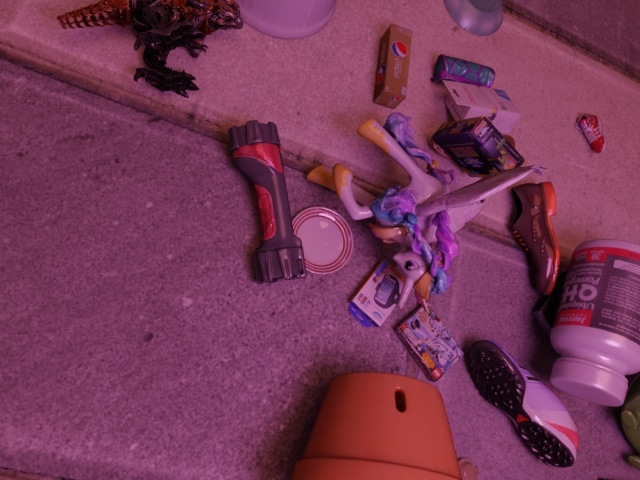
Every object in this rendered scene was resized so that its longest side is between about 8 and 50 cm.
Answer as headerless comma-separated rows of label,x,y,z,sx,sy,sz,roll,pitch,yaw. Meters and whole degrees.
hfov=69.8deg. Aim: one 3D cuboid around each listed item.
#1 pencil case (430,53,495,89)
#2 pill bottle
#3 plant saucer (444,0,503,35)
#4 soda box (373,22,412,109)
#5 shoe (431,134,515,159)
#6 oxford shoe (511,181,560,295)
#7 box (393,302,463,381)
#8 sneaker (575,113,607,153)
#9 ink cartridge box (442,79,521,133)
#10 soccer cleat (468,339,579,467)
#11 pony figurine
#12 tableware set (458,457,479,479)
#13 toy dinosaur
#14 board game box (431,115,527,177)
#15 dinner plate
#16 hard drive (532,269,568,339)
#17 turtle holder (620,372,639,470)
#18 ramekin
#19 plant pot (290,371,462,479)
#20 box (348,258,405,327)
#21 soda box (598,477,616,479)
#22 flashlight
pencil case,0.354,-0.411,1.135,0.152,0.064,0.070,6,60,-18
pill bottle,0.593,0.170,0.965,0.176,0.176,0.318,31,69,-11
plant saucer,0.421,-0.646,1.228,0.195,0.037,0.194,4,77,-19
soda box,0.169,-0.406,1.070,0.058,0.061,0.181,13,74,-16
shoe,0.360,-0.227,1.105,0.219,0.058,0.076,1,98,-15
oxford shoe,0.505,-0.004,1.096,0.099,0.097,0.271,-1,79,9
box,0.228,0.213,0.967,0.094,0.027,0.137,-35,90,-24
sneaker,0.740,-0.294,1.256,0.067,0.042,0.118,8,68,-22
ink cartridge box,0.373,-0.321,1.104,0.182,0.061,0.104,3,49,-19
soccer cleat,0.437,0.328,0.986,0.318,0.109,0.116,51,47,0
pony figurine,0.203,-0.083,0.919,0.351,0.303,0.363,-34,77,-13
tableware set,0.249,0.474,0.903,0.169,0.020,0.141,42,56,-6
toy dinosaur,-0.308,-0.410,0.884,0.322,0.164,0.218,-19,69,-4
board game box,0.334,-0.195,0.983,0.141,0.170,0.048,39,89,-15
dinner plate,0.000,0.000,0.941,0.141,0.017,0.141,4,77,-18
hard drive,0.625,0.212,1.093,0.254,0.054,0.172,48,67,-4
turtle holder,0.845,0.421,1.026,0.320,0.243,0.227,50,50,7
ramekin,-0.075,-0.599,0.989,0.278,0.135,0.277,5,76,-19
plant pot,0.103,0.353,0.774,0.291,0.291,0.203,19,55,-14
box,0.120,0.114,0.952,0.081,0.028,0.136,43,66,-6
soda box,0.717,0.581,1.037,0.169,0.060,0.053,14,74,-16
flashlight,-0.109,-0.070,0.880,0.103,0.103,0.303,-3,83,-41
